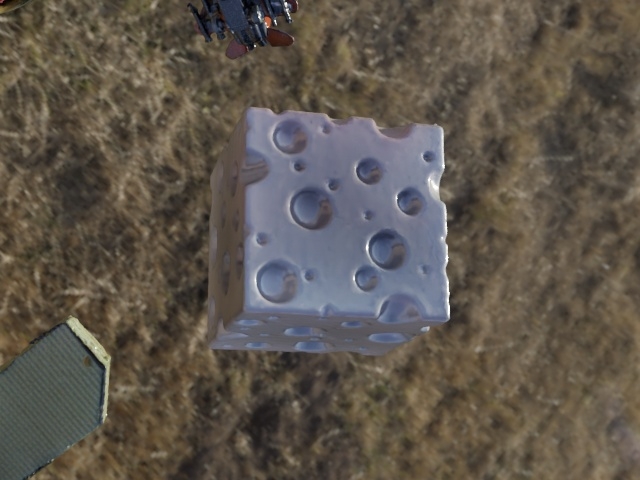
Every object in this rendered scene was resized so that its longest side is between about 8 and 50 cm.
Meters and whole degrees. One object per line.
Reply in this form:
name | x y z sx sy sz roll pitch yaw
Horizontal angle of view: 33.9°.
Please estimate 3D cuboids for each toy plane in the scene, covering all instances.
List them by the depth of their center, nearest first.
toy plane | -0.102 -0.281 1.178 0.189 0.130 0.061 56 31 -50

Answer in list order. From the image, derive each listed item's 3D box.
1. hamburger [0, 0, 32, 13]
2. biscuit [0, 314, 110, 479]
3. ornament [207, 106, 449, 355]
hamburger | -0.529 -0.459 1.705 0.175 0.137 0.175 -25 179 0
biscuit | -0.384 0.222 1.438 0.252 0.052 0.150 -37 101 18
ornament | 0.000 0.000 1.271 0.240 0.240 0.239 4 164 -15
